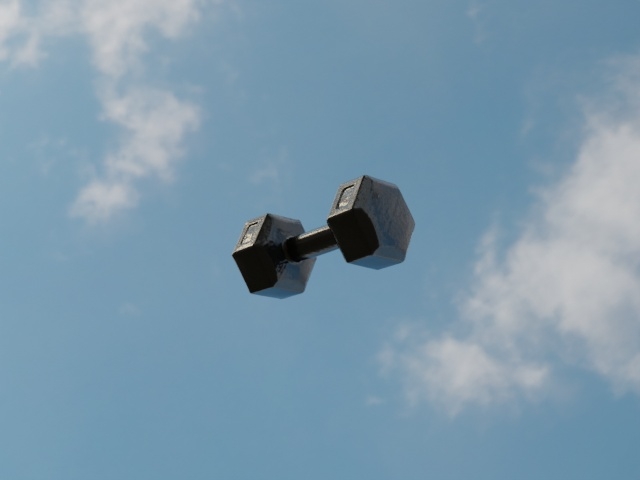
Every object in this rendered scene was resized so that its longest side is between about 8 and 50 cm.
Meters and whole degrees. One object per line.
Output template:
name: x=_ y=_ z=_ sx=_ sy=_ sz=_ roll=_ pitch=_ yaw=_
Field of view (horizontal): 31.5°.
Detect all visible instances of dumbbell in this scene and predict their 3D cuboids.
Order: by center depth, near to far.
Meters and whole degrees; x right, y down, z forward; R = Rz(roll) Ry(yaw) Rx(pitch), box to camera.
dumbbell: x=0.000 y=0.000 z=0.490 sx=0.083 sy=0.040 sz=0.036 roll=-19 pitch=-112 yaw=41
